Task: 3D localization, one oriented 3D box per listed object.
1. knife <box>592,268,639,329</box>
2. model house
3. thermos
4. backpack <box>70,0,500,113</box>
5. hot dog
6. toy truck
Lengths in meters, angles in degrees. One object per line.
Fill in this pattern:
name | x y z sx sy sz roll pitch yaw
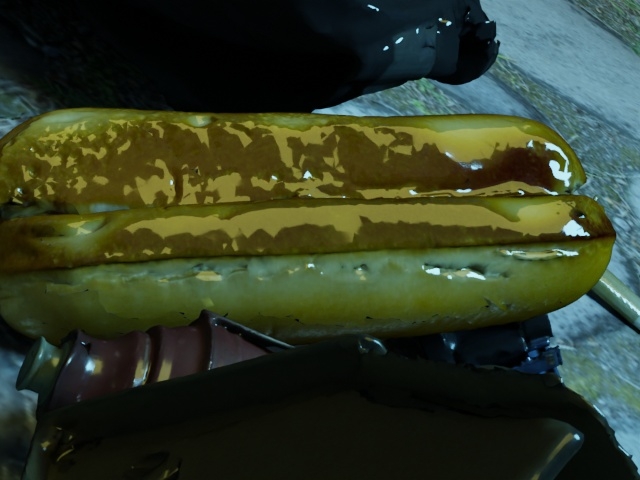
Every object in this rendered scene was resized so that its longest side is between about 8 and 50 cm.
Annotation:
knife | 0.247 0.071 1.088 0.298 0.017 0.047 41 27 5
model house | -0.031 0.156 0.438 0.243 0.204 0.211 10 -48 54
thermos | -0.019 0.096 0.639 0.232 0.099 0.124 25 -10 -16
backpack | -0.085 -0.226 0.945 0.446 0.255 0.363 29 21 23
hot dog | 0.000 0.000 0.753 0.337 0.100 0.135 -2 40 -19
toy truck | 0.093 0.042 0.868 0.201 0.074 0.088 -104 172 -53
